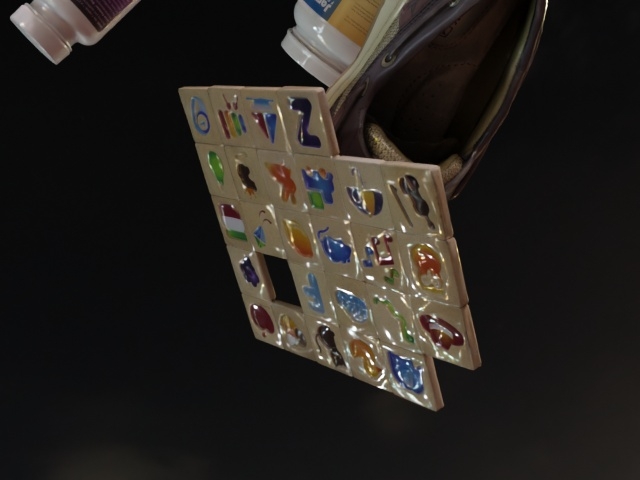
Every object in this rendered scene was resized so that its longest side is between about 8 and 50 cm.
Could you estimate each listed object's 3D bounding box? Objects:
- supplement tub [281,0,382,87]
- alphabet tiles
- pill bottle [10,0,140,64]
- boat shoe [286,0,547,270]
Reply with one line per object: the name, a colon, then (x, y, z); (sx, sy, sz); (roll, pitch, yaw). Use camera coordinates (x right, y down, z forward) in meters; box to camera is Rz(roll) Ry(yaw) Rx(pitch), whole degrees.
supplement tub: (0.061, -0.268, 1.012); (0.144, 0.144, 0.200); (18, -65, -48)
alphabet tiles: (0.000, 0.000, 0.561); (0.009, 0.237, 0.198); (-28, -66, -31)
pill bottle: (-0.296, -0.319, 1.147); (0.193, 0.108, 0.108); (-47, -32, -8)
boat shoe: (0.051, -0.063, 0.566); (0.102, 0.092, 0.285); (20, -60, -16)
